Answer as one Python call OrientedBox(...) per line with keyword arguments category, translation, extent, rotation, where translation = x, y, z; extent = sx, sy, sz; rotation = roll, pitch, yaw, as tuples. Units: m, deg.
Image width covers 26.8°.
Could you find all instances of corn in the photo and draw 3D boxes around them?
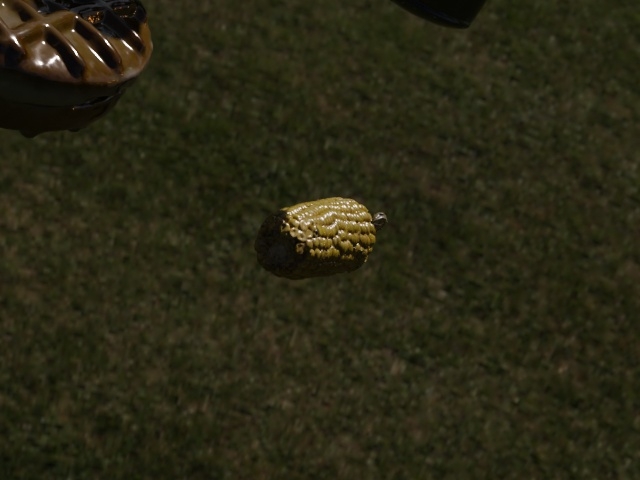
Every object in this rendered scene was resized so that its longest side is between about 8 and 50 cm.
OrientedBox(category="corn", translation=(0.000, 0.000, 1.640), extent=(0.106, 0.106, 0.293), rotation=(28, 13, 13))

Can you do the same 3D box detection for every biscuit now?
OrientedBox(category="biscuit", translation=(-0.305, -0.222, 1.203), extent=(0.332, 0.103, 0.332), rotation=(26, 30, -16))

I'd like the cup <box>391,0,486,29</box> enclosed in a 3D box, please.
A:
OrientedBox(category="cup", translation=(0.164, -0.405, 1.920), extent=(0.169, 0.177, 0.223), rotation=(38, 22, 33))
